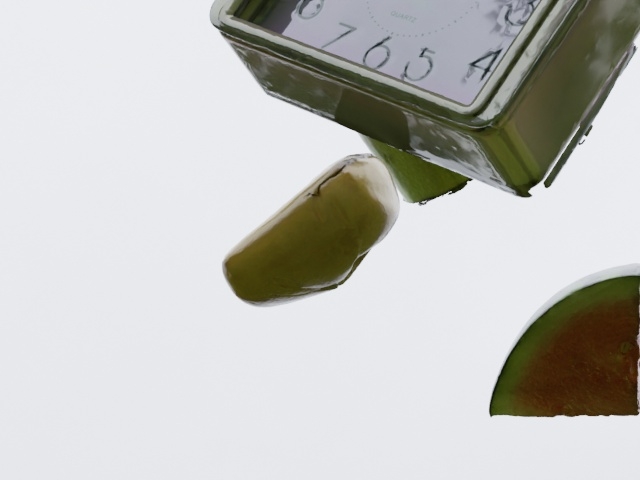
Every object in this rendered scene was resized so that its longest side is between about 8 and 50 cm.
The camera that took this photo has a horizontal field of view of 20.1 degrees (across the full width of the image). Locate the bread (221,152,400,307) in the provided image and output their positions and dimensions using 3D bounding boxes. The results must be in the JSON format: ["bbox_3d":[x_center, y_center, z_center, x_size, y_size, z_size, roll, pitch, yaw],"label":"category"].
[{"bbox_3d":[0.000,0.000,1.053,0.115,0.082,0.056,-40,-98,12],"label":"bread"}]

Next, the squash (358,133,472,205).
[{"bbox_3d":[0.061,-0.132,1.276,0.123,0.123,0.187,-30,-78,17],"label":"squash"}]

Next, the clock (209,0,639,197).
[{"bbox_3d":[0.059,-0.122,0.889,0.147,0.192,0.071,-55,-39,-11],"label":"clock"}]

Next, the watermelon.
[{"bbox_3d":[0.240,0.079,1.631,0.193,0.137,0.145,-22,-63,-33],"label":"watermelon"}]
